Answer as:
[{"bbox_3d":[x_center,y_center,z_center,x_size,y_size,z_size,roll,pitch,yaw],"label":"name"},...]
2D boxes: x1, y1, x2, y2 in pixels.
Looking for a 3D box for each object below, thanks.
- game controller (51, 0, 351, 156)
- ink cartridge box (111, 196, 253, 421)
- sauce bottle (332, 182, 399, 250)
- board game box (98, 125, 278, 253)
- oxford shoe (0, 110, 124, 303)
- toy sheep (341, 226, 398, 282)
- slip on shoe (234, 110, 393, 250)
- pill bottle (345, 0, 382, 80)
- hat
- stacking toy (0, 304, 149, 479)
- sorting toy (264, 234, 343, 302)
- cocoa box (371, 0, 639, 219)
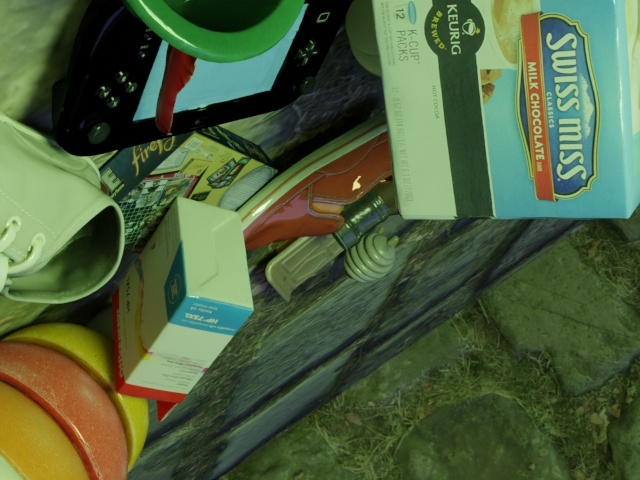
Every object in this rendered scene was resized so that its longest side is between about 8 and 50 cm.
[{"bbox_3d":[-0.093,-0.165,0.959,0.319,0.067,0.166,-22,158,-47],"label":"game controller"},{"bbox_3d":[-0.162,0.080,1.176,0.078,0.134,0.231,14,135,-28],"label":"ink cartridge box"},{"bbox_3d":[0.151,-0.116,1.569,0.344,0.111,0.111,-38,165,-5],"label":"sauce bottle"},{"bbox_3d":[-0.155,-0.054,1.173,0.165,0.042,0.243,-41,165,9],"label":"board game box"},{"bbox_3d":[-0.281,-0.024,0.820,0.169,0.130,0.449,-40,163,12],"label":"oxford shoe"},{"bbox_3d":[0.087,0.025,1.873,0.091,0.091,0.132,-20,161,-49],"label":"toy sheep"},{"bbox_3d":[-0.016,-0.046,1.363,0.331,0.101,0.123,-33,-176,-22],"label":"slip on shoe"},{"bbox_3d":[0.085,-0.214,1.171,0.094,0.094,0.169,-42,164,12],"label":"pill bottle"},{"bbox_3d":[-0.125,-0.198,0.796,0.173,0.209,0.183,8,176,-39],"label":"hat"},{"bbox_3d":[-0.301,0.204,1.219,0.351,0.350,0.480,-51,177,37],"label":"stacking toy"},{"bbox_3d":[0.000,0.000,1.703,0.208,0.038,0.193,-42,165,-4],"label":"sorting toy"},{"bbox_3d":[0.234,-0.179,1.098,0.227,0.232,0.347,2,-159,29],"label":"cocoa box"}]
